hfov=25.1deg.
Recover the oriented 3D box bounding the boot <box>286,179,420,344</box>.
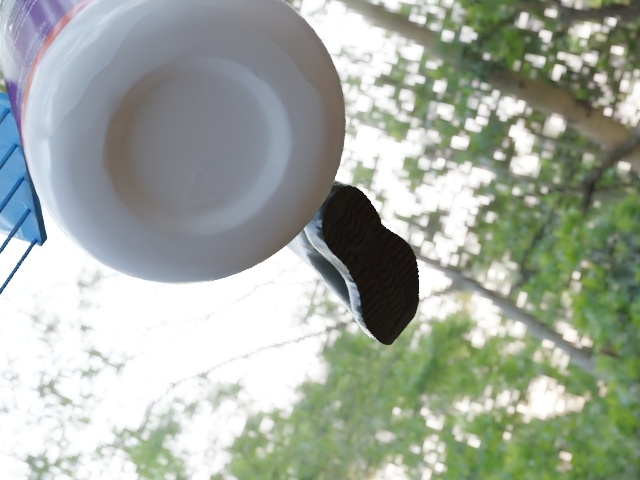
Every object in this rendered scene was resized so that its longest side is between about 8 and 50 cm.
[{"bbox_3d":[0.000,0.000,1.228,0.077,0.137,0.198,-49,-41,-22],"label":"boot"}]

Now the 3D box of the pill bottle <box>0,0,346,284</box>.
[{"bbox_3d":[-0.109,-0.111,0.916,0.323,0.181,0.181,-126,40,-63],"label":"pill bottle"}]

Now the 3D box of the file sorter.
[{"bbox_3d":[-0.307,-0.038,1.164,0.170,0.118,0.104,91,-160,-49],"label":"file sorter"}]
